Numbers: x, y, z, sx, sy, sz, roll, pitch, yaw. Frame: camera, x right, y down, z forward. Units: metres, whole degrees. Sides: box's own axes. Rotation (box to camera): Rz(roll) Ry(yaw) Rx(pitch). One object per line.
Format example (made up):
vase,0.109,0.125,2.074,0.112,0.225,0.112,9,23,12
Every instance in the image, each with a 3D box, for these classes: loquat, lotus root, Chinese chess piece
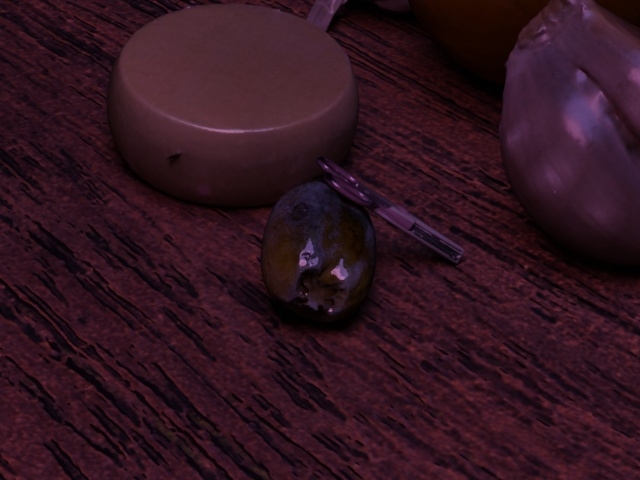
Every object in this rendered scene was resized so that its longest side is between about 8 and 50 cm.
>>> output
loquat,0.246,-0.319,2.058,0.328,0.328,0.328,2,39,-2
lotus root,0.000,0.000,1.831,0.113,0.088,0.192,22,37,-13
Chinese chess piece,-0.093,-0.146,1.991,0.273,0.102,0.273,3,38,-3

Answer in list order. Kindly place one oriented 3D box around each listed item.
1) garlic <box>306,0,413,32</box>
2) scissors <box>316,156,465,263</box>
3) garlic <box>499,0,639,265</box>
garlic,0.069,-0.304,2.204,0.194,0.127,0.131,-47,37,-14
scissors,0.071,-0.027,1.850,0.176,0.022,0.085,32,12,-20
garlic,0.339,-0.079,1.898,0.340,0.231,0.246,25,15,-34
